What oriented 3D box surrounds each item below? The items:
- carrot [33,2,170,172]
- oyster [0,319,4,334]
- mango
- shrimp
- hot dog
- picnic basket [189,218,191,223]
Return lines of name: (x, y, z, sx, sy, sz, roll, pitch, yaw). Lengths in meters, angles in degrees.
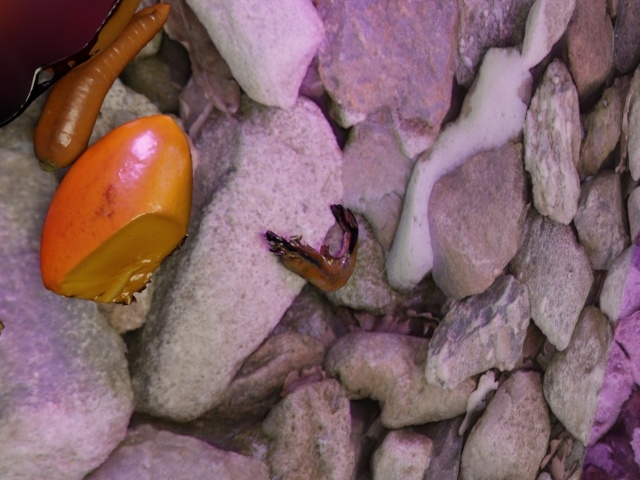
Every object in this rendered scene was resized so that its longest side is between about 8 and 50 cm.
carrot: (-0.271, -0.203, 0.636, 0.066, 0.062, 0.271, 25, 77, -6)
oyster: (-0.422, 0.038, 0.533, 0.162, 0.107, 0.232, -33, 115, -21)
mango: (-0.238, -0.035, 0.621, 0.126, 0.154, 0.252, 21, 99, -58)
shrimp: (0.000, 0.000, 0.895, 0.219, 0.046, 0.152, 29, 81, -43)
hot dog: (-0.300, -0.279, 0.566, 0.194, 0.107, 0.326, 45, 83, -11)
picnic basket: (-0.206, -0.048, 0.714, 0.065, 0.083, 0.083, 5, 133, -46)
